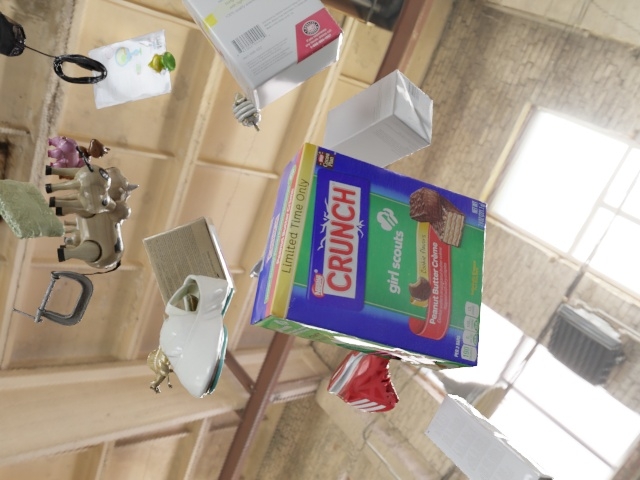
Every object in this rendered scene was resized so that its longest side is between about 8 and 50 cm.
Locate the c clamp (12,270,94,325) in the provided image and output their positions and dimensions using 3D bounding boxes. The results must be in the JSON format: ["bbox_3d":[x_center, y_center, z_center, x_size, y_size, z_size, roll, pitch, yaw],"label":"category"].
[{"bbox_3d":[-0.582,0.127,1.215,0.137,0.022,0.160,30,-74,-16],"label":"c clamp"}]

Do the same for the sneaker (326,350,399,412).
[{"bbox_3d":[0.121,0.241,1.069,0.221,0.128,0.087,-54,1,24],"label":"sneaker"}]

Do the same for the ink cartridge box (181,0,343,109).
[{"bbox_3d":[-0.165,-0.592,1.462,0.279,0.384,0.160,-34,-5,-6],"label":"ink cartridge box"}]

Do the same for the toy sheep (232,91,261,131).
[{"bbox_3d":[-0.221,-0.388,1.669,0.091,0.091,0.132,-28,-84,-25],"label":"toy sheep"}]

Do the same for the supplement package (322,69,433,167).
[{"bbox_3d":[0.171,-0.346,1.685,0.178,0.293,0.175,29,-124,-35],"label":"supplement package"}]

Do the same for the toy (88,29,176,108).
[{"bbox_3d":[-0.428,-0.388,1.275,0.056,0.237,0.136,-14,-80,-59],"label":"toy"}]

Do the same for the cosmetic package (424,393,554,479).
[{"bbox_3d":[0.313,0.406,1.053,0.060,0.239,0.098,23,-81,-37],"label":"cosmetic package"}]

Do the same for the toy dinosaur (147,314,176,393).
[{"bbox_3d":[-0.351,0.268,1.261,0.053,0.093,0.183,14,-95,-77],"label":"toy dinosaur"}]

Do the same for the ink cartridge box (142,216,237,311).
[{"bbox_3d":[-0.367,0.072,1.561,0.193,0.234,0.088,-19,-1,4],"label":"ink cartridge box"}]

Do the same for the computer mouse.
[{"bbox_3d":[-0.458,-0.314,0.879,0.242,0.041,0.071,22,-55,-14],"label":"computer mouse"}]

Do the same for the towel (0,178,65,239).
[{"bbox_3d":[-0.575,-0.063,1.078,0.027,0.148,0.110,-44,-15,22],"label":"towel"}]

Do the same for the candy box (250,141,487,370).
[{"bbox_3d":[0.081,0.031,0.830,0.317,0.122,0.268,16,-113,-15],"label":"candy box"}]

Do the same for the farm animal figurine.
[{"bbox_3d":[-0.486,-0.076,1.207,0.172,0.330,0.326,-2,-69,-20],"label":"farm animal figurine"}]

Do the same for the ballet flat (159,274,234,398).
[{"bbox_3d":[-0.260,0.177,1.125,0.139,0.400,0.139,-2,-70,-5],"label":"ballet flat"}]

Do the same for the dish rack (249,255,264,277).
[{"bbox_3d":[0.000,0.000,1.350,0.333,0.072,0.285,-44,-14,8],"label":"dish rack"}]
